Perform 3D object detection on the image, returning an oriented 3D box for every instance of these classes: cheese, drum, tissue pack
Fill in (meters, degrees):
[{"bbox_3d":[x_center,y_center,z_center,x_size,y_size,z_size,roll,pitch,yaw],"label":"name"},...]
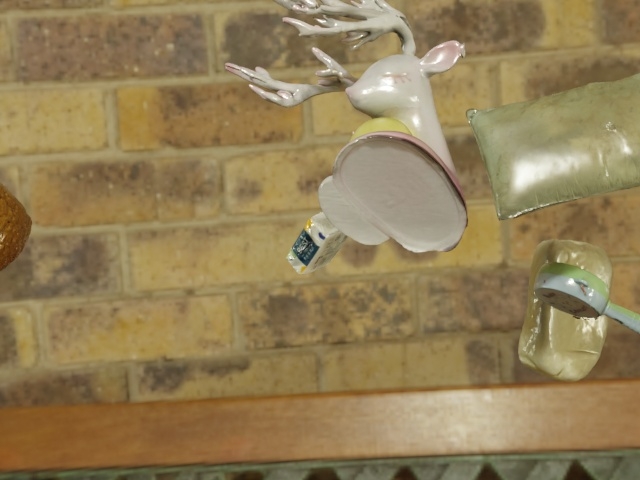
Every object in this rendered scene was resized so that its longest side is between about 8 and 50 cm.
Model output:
[{"bbox_3d":[0.451,0.130,1.813,0.159,0.262,0.093,5,3,-25],"label":"cheese"},{"bbox_3d":[0.454,0.113,1.577,0.253,0.049,0.130,30,-15,-16],"label":"drum"},{"bbox_3d":[0.000,0.000,1.232,0.062,0.042,0.083,-27,-22,-41],"label":"tissue pack"}]

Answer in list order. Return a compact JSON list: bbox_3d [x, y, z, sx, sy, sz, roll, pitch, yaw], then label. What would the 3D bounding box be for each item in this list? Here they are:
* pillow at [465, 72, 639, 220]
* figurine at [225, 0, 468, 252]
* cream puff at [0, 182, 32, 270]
[{"bbox_3d":[0.372,-0.141,1.366,0.303,0.185,0.075,-13,-27,2],"label":"pillow"},{"bbox_3d":[0.043,-0.170,1.136,0.284,0.206,0.315,16,41,-14],"label":"figurine"},{"bbox_3d":[-0.631,-0.044,1.613,0.303,0.212,0.303,36,-13,10],"label":"cream puff"}]
